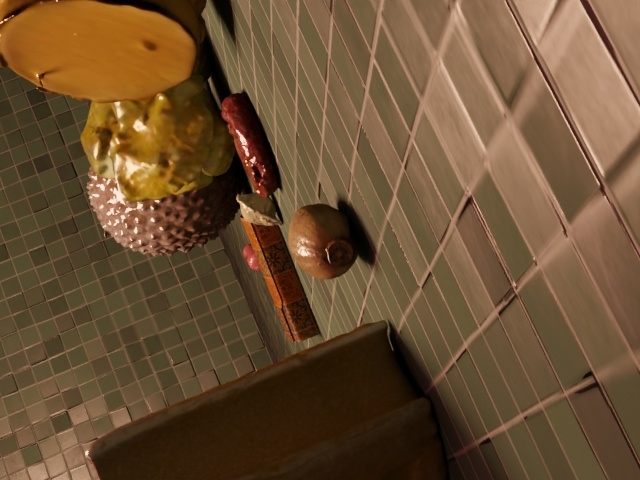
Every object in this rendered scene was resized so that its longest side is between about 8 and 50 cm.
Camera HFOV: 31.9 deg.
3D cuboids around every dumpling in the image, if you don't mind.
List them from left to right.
[{"bbox_3d":[-0.091,-0.041,1.676,0.057,0.052,0.076,-113,4,-46],"label":"dumpling"}]

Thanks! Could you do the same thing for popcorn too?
[{"bbox_3d":[-0.255,-0.196,1.751,0.225,0.276,0.276,-37,-72,-62],"label":"popcorn"}]

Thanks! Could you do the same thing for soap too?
[{"bbox_3d":[-0.039,0.259,1.152,0.293,0.335,0.156,83,163,-51],"label":"soap"}]

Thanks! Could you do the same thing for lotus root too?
[{"bbox_3d":[0.000,0.000,1.097,0.150,0.062,0.073,-148,36,-75],"label":"lotus root"}]

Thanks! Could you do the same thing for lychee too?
[{"bbox_3d":[-0.285,-0.118,2.032,0.300,0.300,0.300,158,90,-83],"label":"lychee"}]

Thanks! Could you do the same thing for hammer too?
[{"bbox_3d":[-0.131,0.033,2.251,0.083,0.043,0.043,-133,22,-68],"label":"hammer"}]

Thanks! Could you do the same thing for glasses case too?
[{"bbox_3d":[-0.067,0.054,1.803,0.075,0.049,0.218,-143,32,-77],"label":"glasses case"}]

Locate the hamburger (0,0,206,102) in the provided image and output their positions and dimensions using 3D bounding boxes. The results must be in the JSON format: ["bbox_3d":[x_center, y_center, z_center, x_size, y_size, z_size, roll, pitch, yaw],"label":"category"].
[{"bbox_3d":[-0.268,-0.321,1.371,0.276,0.276,0.237,89,178,-71],"label":"hamburger"}]

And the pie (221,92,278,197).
[{"bbox_3d":[-0.096,-0.129,1.524,0.154,0.036,0.154,157,90,-84],"label":"pie"}]

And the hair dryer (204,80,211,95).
[{"bbox_3d":[-0.225,-0.300,1.984,0.063,0.037,0.114,74,178,-49],"label":"hair dryer"}]
